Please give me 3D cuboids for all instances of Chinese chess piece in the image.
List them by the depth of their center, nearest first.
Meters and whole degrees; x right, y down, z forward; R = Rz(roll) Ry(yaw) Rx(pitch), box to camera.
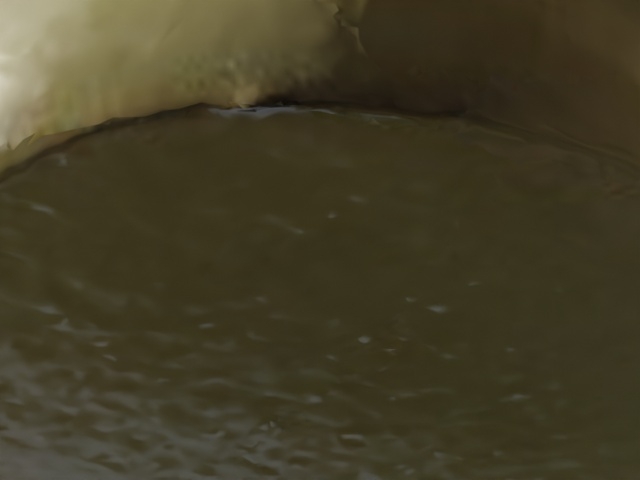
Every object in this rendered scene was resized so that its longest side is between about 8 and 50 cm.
[{"bbox_3d":[0.000,0.000,0.516,0.273,0.102,0.273,0,-36,0],"label":"Chinese chess piece"}]
